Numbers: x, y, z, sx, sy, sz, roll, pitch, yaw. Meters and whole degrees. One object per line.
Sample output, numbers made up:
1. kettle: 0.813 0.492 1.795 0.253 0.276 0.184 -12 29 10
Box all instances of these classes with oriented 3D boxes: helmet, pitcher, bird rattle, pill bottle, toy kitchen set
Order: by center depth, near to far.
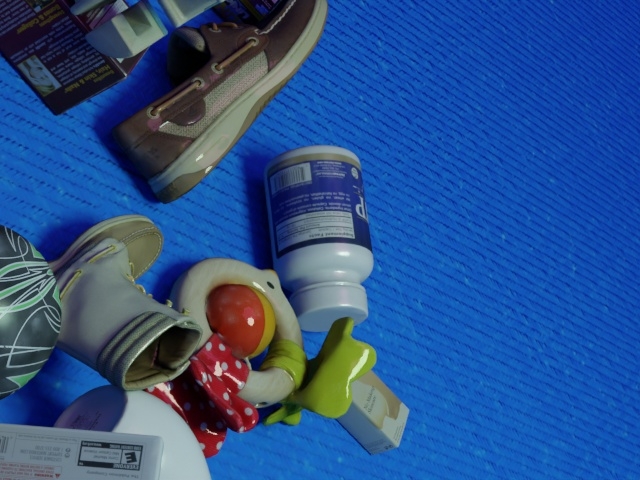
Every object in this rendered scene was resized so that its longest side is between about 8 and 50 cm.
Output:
1. helmet: -0.292 0.060 1.266 0.169 0.161 0.169 24 54 -39
2. pitcher: -0.163 0.245 1.381 0.207 0.125 0.178 56 50 -32
3. toy kitchen set: -0.168 -0.297 1.445 0.207 0.166 0.122 58 35 -11
4. bird rattle: -0.087 0.115 1.575 0.253 0.143 0.207 -1 60 -38
5. pill bottle: 0.000 0.000 1.716 0.112 0.112 0.187 17 58 -46

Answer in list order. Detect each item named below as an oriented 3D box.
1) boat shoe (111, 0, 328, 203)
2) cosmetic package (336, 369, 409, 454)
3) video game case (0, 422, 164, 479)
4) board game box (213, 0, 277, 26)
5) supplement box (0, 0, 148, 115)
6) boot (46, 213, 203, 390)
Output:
1. boat shoe: -0.109 -0.187 1.675 0.123 0.123 0.342 44 54 -12
2. cosmetic package: 0.045 0.179 1.732 0.115 0.041 0.060 46 41 -25
3. video game case: -0.236 0.234 1.248 0.023 0.201 0.183 95 0 -56
4. board game box: -0.085 -0.315 1.841 0.170 0.048 0.141 46 39 -26
5. supplement box: -0.266 -0.228 1.513 0.188 0.104 0.081 51 38 -21
6. boot: -0.171 0.056 1.420 0.213 0.165 0.077 -35 138 -49
